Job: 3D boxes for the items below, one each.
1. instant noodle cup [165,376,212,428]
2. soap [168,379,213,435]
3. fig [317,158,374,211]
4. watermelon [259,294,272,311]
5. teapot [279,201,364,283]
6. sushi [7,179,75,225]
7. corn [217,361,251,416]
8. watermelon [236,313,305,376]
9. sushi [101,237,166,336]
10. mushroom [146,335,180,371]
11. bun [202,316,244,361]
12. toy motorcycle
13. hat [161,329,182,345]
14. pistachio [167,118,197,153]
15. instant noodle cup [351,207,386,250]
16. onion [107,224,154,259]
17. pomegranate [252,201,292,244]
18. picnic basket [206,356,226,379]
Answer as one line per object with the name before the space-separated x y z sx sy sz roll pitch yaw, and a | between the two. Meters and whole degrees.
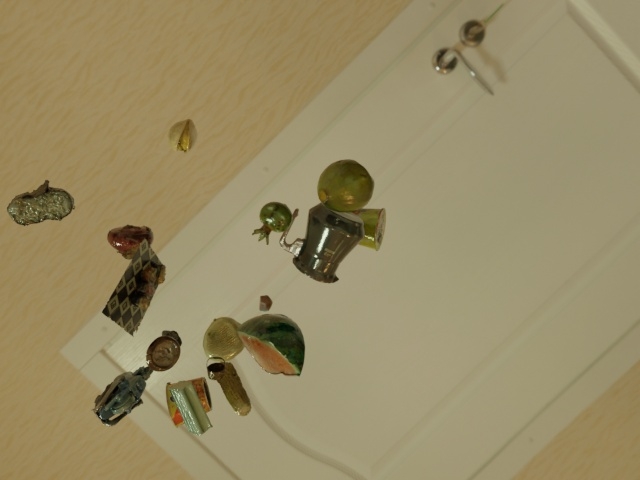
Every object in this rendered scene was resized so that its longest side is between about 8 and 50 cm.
instant noodle cup | -0.620 0.756 1.912 0.213 0.174 0.213 164 90 -77
soap | -0.497 0.640 1.539 0.115 0.063 0.198 -13 101 46
fig | 0.100 -0.228 1.758 0.239 0.271 0.239 25 134 29
watermelon | -0.323 0.356 2.269 0.072 0.092 0.084 42 -177 -33
teapot | 0.000 0.000 2.012 0.376 0.361 0.305 26 -167 2
sushi | -1.068 -0.146 1.533 0.115 0.213 0.147 39 142 51
corn | -0.350 0.575 1.591 0.086 0.086 0.288 44 174 -39
watermelon | -0.242 0.454 1.849 0.222 0.292 0.319 30 -128 -37
sushi | -0.621 0.176 1.417 0.050 0.289 0.264 12 149 6
mushroom | -0.553 0.396 1.406 0.123 0.123 0.052 45 147 -24
bun | -0.538 0.565 2.294 0.259 0.259 0.160 46 161 20
toy motorcycle | -0.991 0.740 1.989 0.241 0.181 0.319 5 -159 2
hat | -0.758 0.497 2.064 0.121 0.050 0.121 40 -161 -17
pistachio | -0.579 -0.440 1.684 0.117 0.145 0.200 13 -159 -15
instant noodle cup | 0.264 -0.078 2.380 0.200 0.264 0.264 9 168 19
onion | -0.804 0.006 1.700 0.184 0.147 0.184 12 -168 -3
pomegranate | -0.225 -0.085 1.876 0.156 0.220 0.156 36 177 2
picnic basket | -0.388 0.469 1.496 0.072 0.083 0.072 3 -161 -1
